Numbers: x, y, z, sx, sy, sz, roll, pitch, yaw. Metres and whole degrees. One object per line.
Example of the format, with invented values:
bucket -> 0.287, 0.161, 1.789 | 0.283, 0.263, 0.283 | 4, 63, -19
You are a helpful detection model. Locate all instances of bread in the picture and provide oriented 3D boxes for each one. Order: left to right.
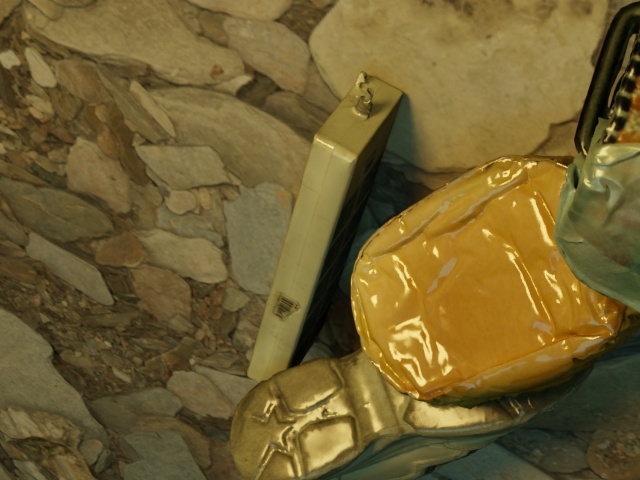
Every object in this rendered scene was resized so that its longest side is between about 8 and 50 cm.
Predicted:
bread -> 0.156, 0.034, 1.013 | 0.250, 0.133, 0.179 | -33, 78, 29

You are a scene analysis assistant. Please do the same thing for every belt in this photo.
belt -> 0.244, -0.073, 0.806 | 0.150, 0.257, 0.207 | 18, 172, 12

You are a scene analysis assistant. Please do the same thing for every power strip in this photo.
power strip -> 0.000, 0.000, 1.123 | 0.043, 0.106, 0.367 | 27, 139, 8

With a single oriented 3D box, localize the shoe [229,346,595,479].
shoe -> 0.100, 0.154, 1.201 | 0.342, 0.132, 0.210 | -22, 159, 13
